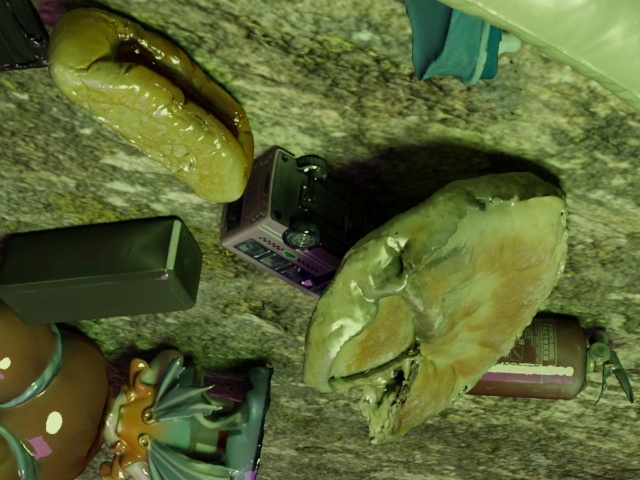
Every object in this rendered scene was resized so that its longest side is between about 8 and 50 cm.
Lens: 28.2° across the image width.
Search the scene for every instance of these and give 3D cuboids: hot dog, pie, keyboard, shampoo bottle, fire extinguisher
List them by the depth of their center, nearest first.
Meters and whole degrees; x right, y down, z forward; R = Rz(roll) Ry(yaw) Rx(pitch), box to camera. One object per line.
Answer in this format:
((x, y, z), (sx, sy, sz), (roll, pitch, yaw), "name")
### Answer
((-0.297, -0.225, 1.053), (0.087, 0.017, 0.250), (-3, 147, 12), "keyboard")
((-0.134, -0.121, 1.128), (0.073, 0.084, 0.242), (-22, 138, 30), "hot dog")
((0.123, 0.064, 1.261), (0.337, 0.075, 0.337), (-29, 144, -24), "pie")
((-0.255, 0.036, 1.389), (0.246, 0.080, 0.079), (-7, 143, 17), "shampoo bottle")
((0.217, 0.138, 1.451), (0.269, 0.105, 0.105), (3, 147, 4), "fire extinguisher")

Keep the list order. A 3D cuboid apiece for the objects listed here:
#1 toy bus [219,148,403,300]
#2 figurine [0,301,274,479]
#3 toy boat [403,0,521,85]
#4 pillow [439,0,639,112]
((0.000, 0.000, 1.280), (0.199, 0.096, 0.108), (31, 138, -33), "toy bus")
((-0.262, 0.225, 1.539), (0.388, 0.276, 0.248), (12, -179, -4), "figurine")
((0.122, -0.204, 0.954), (0.098, 0.109, 0.238), (-15, 144, -14), "toy boat")
((0.185, -0.232, 0.798), (0.322, 0.255, 0.120), (24, -173, -27), "pillow")
